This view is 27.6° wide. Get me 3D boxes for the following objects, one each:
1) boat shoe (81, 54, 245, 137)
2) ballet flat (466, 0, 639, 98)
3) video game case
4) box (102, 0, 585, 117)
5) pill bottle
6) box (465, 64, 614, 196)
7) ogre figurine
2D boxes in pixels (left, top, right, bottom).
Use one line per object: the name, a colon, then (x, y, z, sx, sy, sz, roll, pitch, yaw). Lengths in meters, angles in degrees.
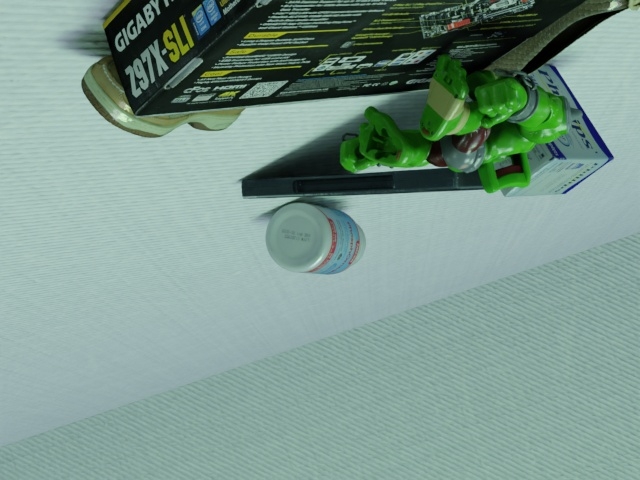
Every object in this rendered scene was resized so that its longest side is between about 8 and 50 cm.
boat shoe: (-0.102, -0.124, 0.971, 0.072, 0.068, 0.190, -37, 172, 24)
ballet flat: (0.221, -0.187, 1.176, 0.250, 0.058, 0.084, -28, 166, 41)
video game case: (0.081, -0.062, 1.412, 0.274, 0.026, 0.196, -2, -179, 38)
box: (0.051, -0.178, 0.892, 0.322, 0.079, 0.257, -11, 165, -38)
pill bottle: (0.000, 0.000, 1.661, 0.087, 0.087, 0.160, -23, 169, 20)
box: (0.214, -0.115, 1.331, 0.072, 0.126, 0.137, -39, 161, 31)
ogre figurine: (0.113, -0.085, 1.018, 0.118, 0.096, 0.197, 4, 147, -36)
